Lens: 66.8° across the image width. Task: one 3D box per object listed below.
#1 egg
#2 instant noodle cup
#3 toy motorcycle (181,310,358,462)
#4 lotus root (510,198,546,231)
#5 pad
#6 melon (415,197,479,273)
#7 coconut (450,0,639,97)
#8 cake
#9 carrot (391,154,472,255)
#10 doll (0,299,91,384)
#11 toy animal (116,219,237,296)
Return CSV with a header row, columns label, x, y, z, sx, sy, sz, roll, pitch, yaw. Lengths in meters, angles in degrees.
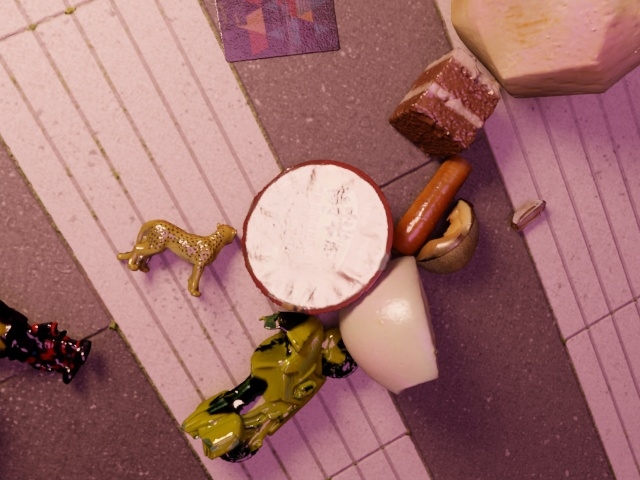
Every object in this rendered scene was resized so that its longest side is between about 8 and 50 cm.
label,x,y,z,sx,sy,sz,roll,pitch,yaw
egg,0.117,0.142,0.872,0.161,0.271,0.207,-13,98,11
instant noodle cup,0.000,0.000,0.864,0.273,0.091,0.274,-3,75,13
toy motorcycle,-0.092,0.256,0.886,0.342,0.142,0.206,-39,103,-6
lotus root,0.427,-0.054,1.003,0.083,0.030,0.037,-37,135,-1
pad,-0.076,-0.399,0.860,0.211,0.003,0.143,-11,100,-10
melon,0.269,0.008,0.940,0.160,0.079,0.128,-54,131,-14
coconut,0.394,-0.413,0.813,0.352,0.352,0.353,-2,99,-11
cake,0.227,-0.247,0.885,0.135,0.134,0.147,34,81,-14
carrot,0.208,-0.062,0.938,0.067,0.067,0.225,35,88,-14
doll,-0.518,0.158,0.810,0.248,0.088,0.127,34,90,-18
toy animal,-0.255,0.009,0.859,0.181,0.073,0.136,22,85,-2
